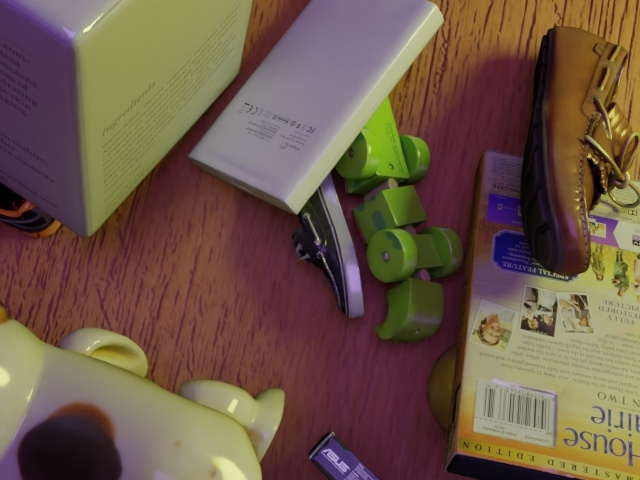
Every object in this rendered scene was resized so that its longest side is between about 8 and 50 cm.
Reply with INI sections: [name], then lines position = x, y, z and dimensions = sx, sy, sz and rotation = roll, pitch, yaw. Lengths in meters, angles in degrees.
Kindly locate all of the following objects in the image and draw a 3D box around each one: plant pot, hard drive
[plant pot]
position = 0.202, 0.180, 1.140
dimensions = 0.134, 0.095, 0.134
rotation = 0, 78, -2
[hard drive]
position = -0.010, -0.189, 1.189
dimensions = 0.203, 0.040, 0.307
rotation = 26, 75, 43

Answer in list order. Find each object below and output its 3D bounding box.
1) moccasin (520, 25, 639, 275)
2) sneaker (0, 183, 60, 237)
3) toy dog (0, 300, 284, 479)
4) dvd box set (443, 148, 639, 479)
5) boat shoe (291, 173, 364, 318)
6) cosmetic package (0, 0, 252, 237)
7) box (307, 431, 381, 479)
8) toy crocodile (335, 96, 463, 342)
[moccasin]
position = 0.321, -0.112, 1.137
dimensions = 0.147, 0.139, 0.380
rotation = 10, 44, 10
[sneaker]
position = -0.428, -0.072, 1.184
dimensions = 0.215, 0.083, 0.084
rotation = 17, 79, 3
[toy dog]
position = -0.278, 0.225, 0.979
dimensions = 0.408, 0.395, 0.284
rotation = 24, 90, -3
[dvd box set]
position = 0.317, 0.097, 1.105
dimensions = 0.308, 0.062, 0.420
rotation = 11, 56, 0
[boat shoe]
position = 0.000, 0.000, 1.188
dimensions = 0.070, 0.078, 0.219
rotation = -15, 70, -6
[cosmetic package]
position = -0.287, -0.279, 1.041
dimensions = 0.329, 0.393, 0.327
rotation = 35, 63, 5
[box]
position = 0.064, 0.295, 1.065
dimensions = 0.191, 0.184, 0.045
rotation = 44, 79, 8
[toy crocodile]
position = 0.083, -0.041, 1.188
dimensions = 0.115, 0.105, 0.340
rotation = -4, 71, -43
